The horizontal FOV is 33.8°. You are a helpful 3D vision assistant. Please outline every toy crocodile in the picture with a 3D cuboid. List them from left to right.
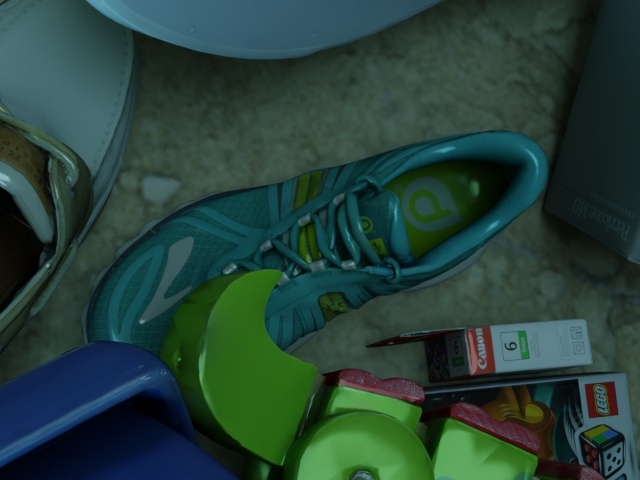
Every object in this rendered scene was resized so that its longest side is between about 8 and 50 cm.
[{"bbox_3d":[0.075,0.127,0.513,0.340,0.115,0.105,27,75,-9],"label":"toy crocodile"}]

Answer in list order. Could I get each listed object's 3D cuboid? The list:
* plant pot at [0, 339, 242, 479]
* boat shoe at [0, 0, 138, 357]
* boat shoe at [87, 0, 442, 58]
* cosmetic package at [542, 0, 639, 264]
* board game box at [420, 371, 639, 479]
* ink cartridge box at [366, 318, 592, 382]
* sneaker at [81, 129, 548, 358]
[{"bbox_3d":[-0.106,0.190,0.435,0.236,0.236,0.212,-29,66,-16],"label":"plant pot"},{"bbox_3d":[-0.158,-0.018,0.506,0.113,0.103,0.302,29,60,-19],"label":"boat shoe"},{"bbox_3d":[0.003,-0.202,0.591,0.367,0.156,0.136,-23,123,-30],"label":"boat shoe"},{"bbox_3d":[0.223,-0.105,0.605,0.107,0.127,0.238,13,101,-15],"label":"cosmetic package"},{"bbox_3d":[0.095,0.233,0.590,0.193,0.053,0.305,-4,82,-16],"label":"board game box"},{"bbox_3d":[0.091,0.066,0.612,0.115,0.063,0.029,-4,80,-17],"label":"ink cartridge box"},{"bbox_3d":[0.000,0.000,0.572,0.275,0.110,0.107,-25,89,-18],"label":"sneaker"}]
